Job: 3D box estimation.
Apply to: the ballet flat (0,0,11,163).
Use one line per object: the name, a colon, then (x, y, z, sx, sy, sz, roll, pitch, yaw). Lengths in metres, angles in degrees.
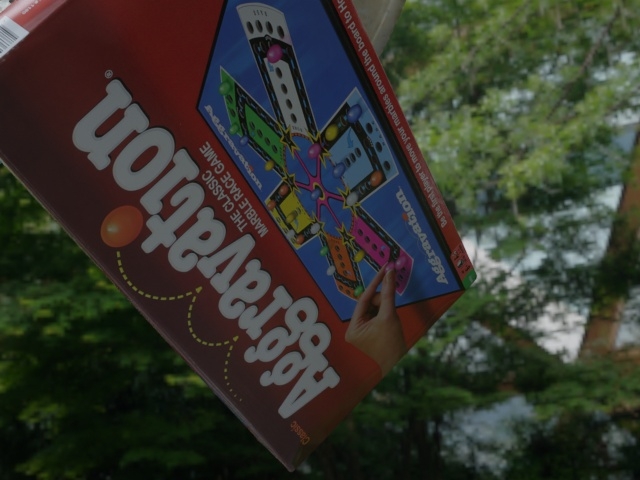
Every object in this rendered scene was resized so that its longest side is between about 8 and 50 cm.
ballet flat: (-0.346, -0.061, 0.600, 0.408, 0.147, 0.147, -19, -18, 10)

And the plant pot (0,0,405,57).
plant pot: (-0.130, -0.277, 0.872, 0.305, 0.334, 0.334, 14, -23, -32)

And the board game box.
board game box: (-0.022, -0.016, 0.451, 0.145, 0.027, 0.281, -44, -42, -10)
